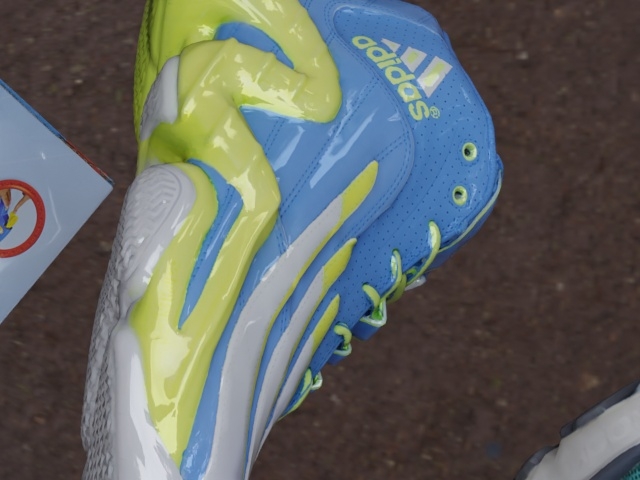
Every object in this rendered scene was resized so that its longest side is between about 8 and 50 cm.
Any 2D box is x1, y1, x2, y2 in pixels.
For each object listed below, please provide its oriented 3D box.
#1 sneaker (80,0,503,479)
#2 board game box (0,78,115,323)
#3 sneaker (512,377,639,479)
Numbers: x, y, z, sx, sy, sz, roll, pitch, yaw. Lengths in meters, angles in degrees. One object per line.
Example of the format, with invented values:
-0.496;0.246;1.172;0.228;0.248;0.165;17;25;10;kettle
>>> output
0.000;0.000;0.480;0.126;0.091;0.240;11;57;-11;sneaker
-0.311;-0.012;0.766;0.308;0.086;0.302;-51;124;-9;board game box
0.104;0.131;0.392;0.107;0.110;0.275;-14;132;-10;sneaker
